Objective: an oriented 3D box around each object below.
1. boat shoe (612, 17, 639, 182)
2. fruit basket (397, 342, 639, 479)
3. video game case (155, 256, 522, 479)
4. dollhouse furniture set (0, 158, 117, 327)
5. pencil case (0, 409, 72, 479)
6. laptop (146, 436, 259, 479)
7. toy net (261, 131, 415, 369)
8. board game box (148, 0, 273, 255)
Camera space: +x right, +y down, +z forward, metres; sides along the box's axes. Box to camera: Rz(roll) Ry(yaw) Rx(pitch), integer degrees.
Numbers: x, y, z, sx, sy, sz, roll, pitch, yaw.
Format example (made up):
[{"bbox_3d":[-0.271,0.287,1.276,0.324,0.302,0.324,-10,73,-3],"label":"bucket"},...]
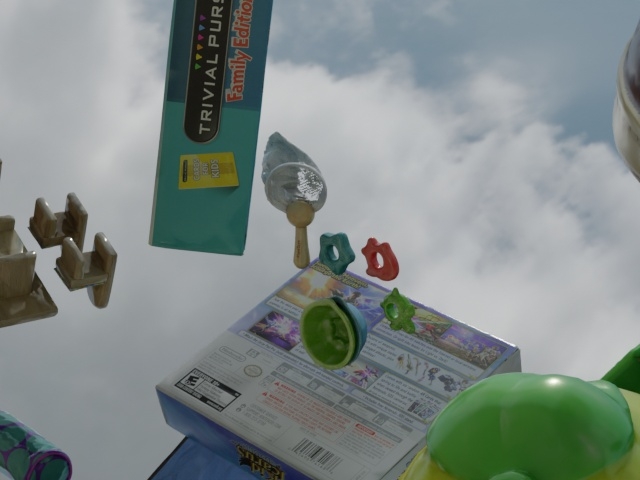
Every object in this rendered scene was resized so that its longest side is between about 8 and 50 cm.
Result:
[{"bbox_3d":[0.172,-0.114,0.457,0.123,0.342,0.123,7,-60,21],"label":"boat shoe"},{"bbox_3d":[0.119,0.181,0.676,0.283,0.392,0.392,-149,-124,-63],"label":"fruit basket"},{"bbox_3d":[0.018,0.144,1.355,0.270,0.244,0.061,24,-41,36],"label":"video game case"},{"bbox_3d":[-0.384,0.027,1.566,0.242,0.212,0.161,50,-42,36],"label":"dollhouse furniture set"},{"bbox_3d":[-0.354,0.248,1.604,0.152,0.064,0.070,22,-51,43],"label":"pencil case"},{"bbox_3d":[-0.003,0.372,1.473,0.236,0.408,0.382,-31,-58,22],"label":"laptop"},{"bbox_3d":[0.000,0.000,1.288,0.122,0.045,0.232,-33,-101,46],"label":"toy net"},{"bbox_3d":[-0.086,-0.177,1.157,0.079,0.254,0.336,6,-81,-5],"label":"board game box"}]
